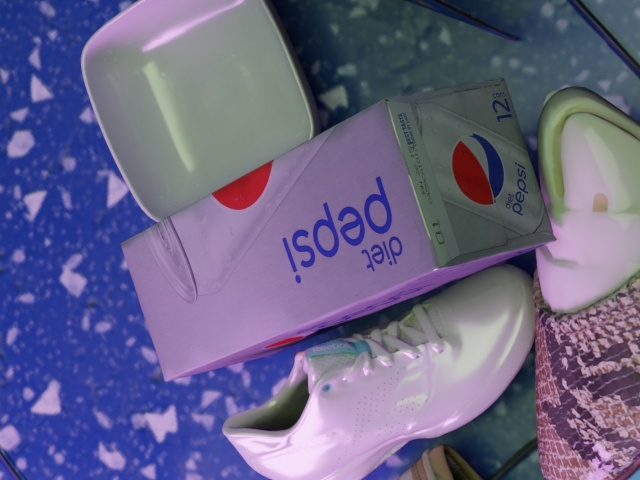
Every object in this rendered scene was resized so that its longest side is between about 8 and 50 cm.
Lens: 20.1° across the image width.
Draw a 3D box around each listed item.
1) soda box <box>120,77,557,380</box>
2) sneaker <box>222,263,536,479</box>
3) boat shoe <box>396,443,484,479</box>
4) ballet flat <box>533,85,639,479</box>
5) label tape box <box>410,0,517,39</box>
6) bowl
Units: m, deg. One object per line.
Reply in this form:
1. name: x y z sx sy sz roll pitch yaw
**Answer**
1. soda box: 0.000 0.000 1.047 0.286 0.091 0.098 -24 81 52
2. sneaker: 0.034 0.079 1.092 0.212 0.094 0.080 -39 39 17
3. boat shoe: 0.135 0.247 1.062 0.285 0.104 0.089 44 108 15
4. ballet flat: 0.232 -0.081 0.978 0.182 0.164 0.483 36 104 -20
5. label tape box: -0.052 -0.223 1.053 0.334 0.241 0.105 18 96 19
6. bowl: -0.071 -0.095 1.159 0.142 0.053 0.142 -27 84 22
